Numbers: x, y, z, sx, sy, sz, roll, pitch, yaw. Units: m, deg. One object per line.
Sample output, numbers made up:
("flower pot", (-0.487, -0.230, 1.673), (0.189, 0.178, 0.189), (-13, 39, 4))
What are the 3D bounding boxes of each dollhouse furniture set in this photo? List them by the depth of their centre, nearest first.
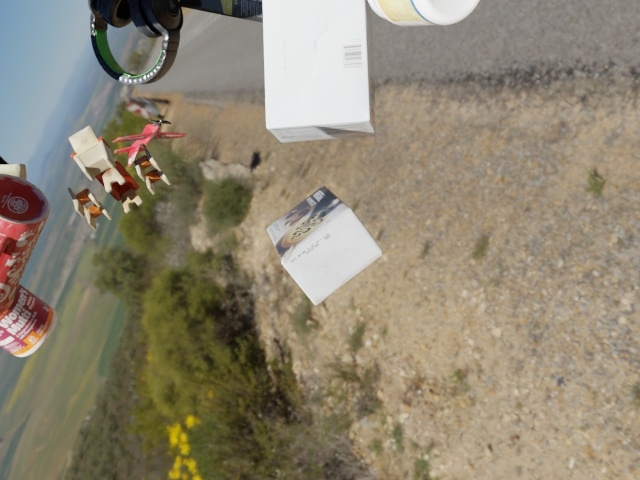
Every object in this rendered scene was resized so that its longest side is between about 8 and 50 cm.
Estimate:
("dollhouse furniture set", (-0.606, -0.196, 2.137), (0.262, 0.259, 0.135), (-32, 60, -5))

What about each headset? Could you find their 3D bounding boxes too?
("headset", (-0.438, -0.588, 1.852), (0.185, 0.243, 0.394), (-30, -44, -60))

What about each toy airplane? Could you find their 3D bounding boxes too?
("toy airplane", (-0.326, -0.185, 1.376), (0.151, 0.151, 0.028), (-38, 71, 50))

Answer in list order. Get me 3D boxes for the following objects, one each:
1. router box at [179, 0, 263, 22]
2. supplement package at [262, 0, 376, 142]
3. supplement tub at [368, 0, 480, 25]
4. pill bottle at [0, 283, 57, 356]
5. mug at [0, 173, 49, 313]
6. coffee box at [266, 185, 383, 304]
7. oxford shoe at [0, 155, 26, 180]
("router box", (-0.214, -0.688, 1.774), (0.309, 0.242, 0.081), (101, -178, -48))
("supplement package", (0.002, -0.341, 1.477), (0.145, 0.203, 0.262), (25, -117, -80))
("supplement tub", (0.178, -0.452, 1.311), (0.144, 0.144, 0.199), (-65, 28, 3))
("pill bottle", (-0.645, 0.128, 1.477), (0.121, 0.221, 0.121), (-24, 41, 22))
("mug", (-0.418, 0.017, 0.962), (0.169, 0.113, 0.150), (-51, 56, 29))
("coffee box", (0.000, 0.000, 1.534), (0.168, 0.119, 0.297), (-37, 16, 1))
("oxford shoe", (-0.946, -0.206, 2.007), (0.140, 0.396, 0.147), (-22, -48, -72))
